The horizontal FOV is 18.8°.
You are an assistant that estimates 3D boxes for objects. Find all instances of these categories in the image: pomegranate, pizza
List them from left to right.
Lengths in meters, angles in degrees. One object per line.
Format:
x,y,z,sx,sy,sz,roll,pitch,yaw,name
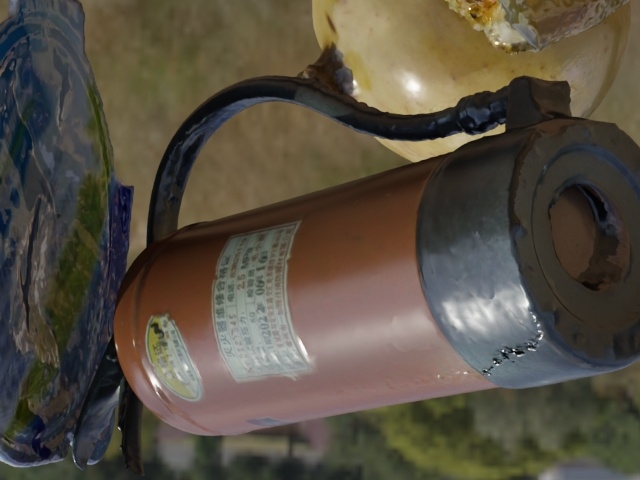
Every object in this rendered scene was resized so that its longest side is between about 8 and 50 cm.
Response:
0.136,-0.206,1.725,0.307,0.307,0.307,2,162,1,pomegranate
0.135,-0.229,1.341,0.226,0.335,0.086,7,126,14,pizza

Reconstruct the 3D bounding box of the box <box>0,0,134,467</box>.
-0.239,0.005,1.081,0.206,0.262,0.291,3,137,13,box

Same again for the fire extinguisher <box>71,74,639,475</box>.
0.007,0.008,0.970,0.113,0.200,0.376,40,145,-28,fire extinguisher
